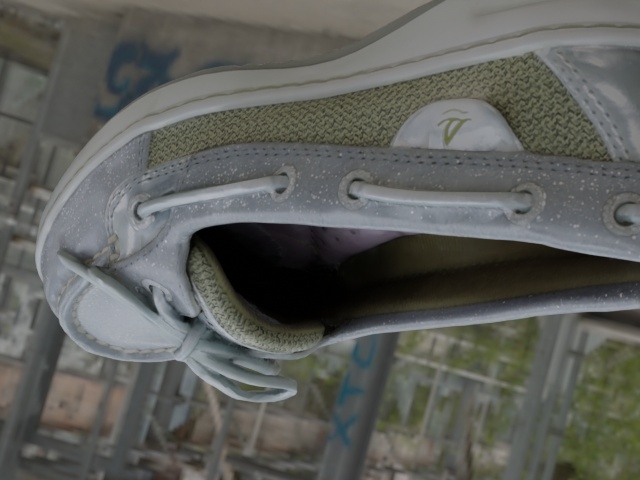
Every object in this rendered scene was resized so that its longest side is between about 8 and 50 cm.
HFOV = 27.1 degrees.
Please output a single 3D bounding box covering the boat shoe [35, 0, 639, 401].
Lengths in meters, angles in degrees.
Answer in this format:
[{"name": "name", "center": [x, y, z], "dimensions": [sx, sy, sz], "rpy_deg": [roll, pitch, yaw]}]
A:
[{"name": "boat shoe", "center": [0.003, 0.001, 0.482], "dimensions": [0.320, 0.103, 0.118], "rpy_deg": [-15, 142, 37]}]
